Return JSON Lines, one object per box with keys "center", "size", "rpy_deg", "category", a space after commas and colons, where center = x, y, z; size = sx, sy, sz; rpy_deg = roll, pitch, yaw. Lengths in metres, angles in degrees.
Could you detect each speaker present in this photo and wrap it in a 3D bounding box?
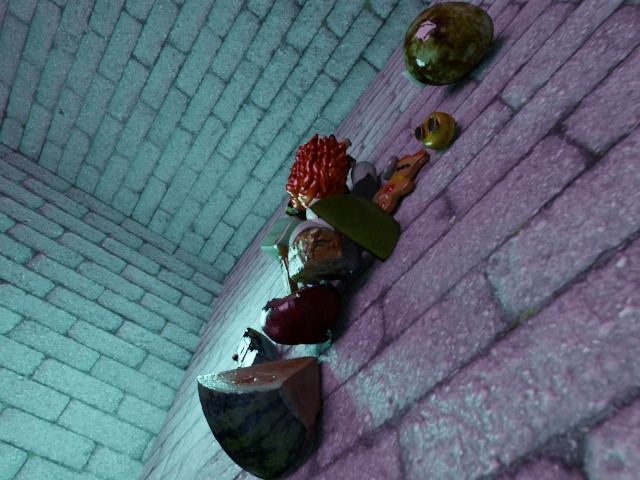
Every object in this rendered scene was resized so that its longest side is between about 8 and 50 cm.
{"center": [-0.114, 0.015, 1.696], "size": [0.183, 0.184, 0.406], "rpy_deg": [-59, 14, -10], "category": "speaker"}

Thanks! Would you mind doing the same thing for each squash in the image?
{"center": [0.093, -0.076, 1.084], "size": [0.093, 0.252, 0.169], "rpy_deg": [-48, 17, 26], "category": "squash"}

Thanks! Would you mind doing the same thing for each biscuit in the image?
{"center": [0.197, -0.132, 1.329], "size": [0.071, 0.018, 0.147], "rpy_deg": [-51, 15, 25], "category": "biscuit"}
{"center": [-0.102, 0.142, 1.356], "size": [0.262, 0.037, 0.262], "rpy_deg": [168, 90, -82], "category": "biscuit"}
{"center": [0.229, -0.171, 1.232], "size": [0.250, 0.036, 0.165], "rpy_deg": [-57, 17, -13], "category": "biscuit"}

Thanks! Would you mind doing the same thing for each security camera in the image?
{"center": [0.000, 0.000, 1.359], "size": [0.236, 0.194, 0.194], "rpy_deg": [-59, 15, -6], "category": "security camera"}

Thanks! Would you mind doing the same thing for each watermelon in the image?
{"center": [-0.137, 0.355, 0.949], "size": [0.283, 0.250, 0.293], "rpy_deg": [-39, 25, 38], "category": "watermelon"}

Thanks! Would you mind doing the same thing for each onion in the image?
{"center": [-0.053, 0.201, 1.111], "size": [0.248, 0.248, 0.161], "rpy_deg": [155, 112, -64], "category": "onion"}

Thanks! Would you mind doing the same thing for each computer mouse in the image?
{"center": [0.240, -0.240, 1.365], "size": [0.066, 0.039, 0.096], "rpy_deg": [-57, -15, -33], "category": "computer mouse"}

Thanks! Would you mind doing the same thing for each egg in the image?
{"center": [0.398, -0.616, 1.281], "size": [0.289, 0.238, 0.238], "rpy_deg": [10, 65, 48], "category": "egg"}

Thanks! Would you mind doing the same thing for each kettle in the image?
{"center": [0.153, -0.206, 1.480], "size": [0.127, 0.098, 0.148], "rpy_deg": [-44, 22, 25], "category": "kettle"}

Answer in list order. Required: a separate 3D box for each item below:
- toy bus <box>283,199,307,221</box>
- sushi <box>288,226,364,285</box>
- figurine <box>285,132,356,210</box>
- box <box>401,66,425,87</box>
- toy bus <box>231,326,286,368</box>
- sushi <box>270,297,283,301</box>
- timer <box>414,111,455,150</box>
{"center": [-0.048, -0.118, 1.751], "size": [0.098, 0.201, 0.114], "rpy_deg": [-64, 8, -23], "category": "toy bus"}
{"center": [0.006, 0.051, 1.163], "size": [0.274, 0.184, 0.139], "rpy_deg": [147, 123, -65], "category": "sushi"}
{"center": [0.025, -0.257, 1.601], "size": [0.412, 0.241, 0.306], "rpy_deg": [-31, -43, -66], "category": "figurine"}
{"center": [0.401, -0.673, 1.644], "size": [0.048, 0.100, 0.152], "rpy_deg": [-58, 14, 7], "category": "box"}
{"center": [-0.203, 0.381, 1.327], "size": [0.112, 0.138, 0.317], "rpy_deg": [-63, 16, -4], "category": "toy bus"}
{"center": [-0.190, 0.274, 1.664], "size": [0.052, 0.055, 0.120], "rpy_deg": [-62, 1, 24], "category": "sushi"}
{"center": [0.337, -0.308, 1.150], "size": [0.107, 0.109, 0.107], "rpy_deg": [-177, 90, -67], "category": "timer"}
